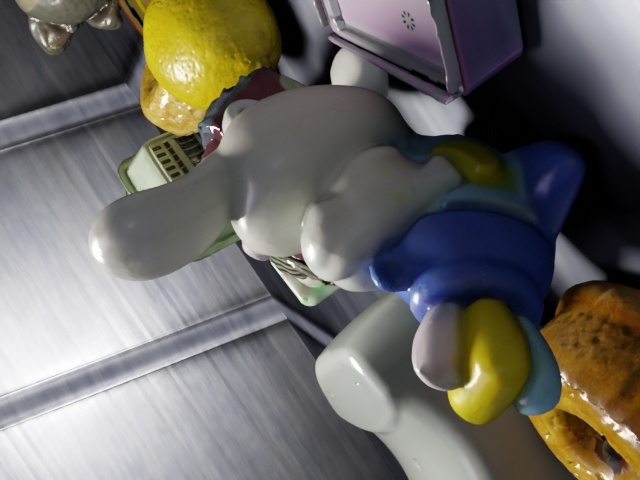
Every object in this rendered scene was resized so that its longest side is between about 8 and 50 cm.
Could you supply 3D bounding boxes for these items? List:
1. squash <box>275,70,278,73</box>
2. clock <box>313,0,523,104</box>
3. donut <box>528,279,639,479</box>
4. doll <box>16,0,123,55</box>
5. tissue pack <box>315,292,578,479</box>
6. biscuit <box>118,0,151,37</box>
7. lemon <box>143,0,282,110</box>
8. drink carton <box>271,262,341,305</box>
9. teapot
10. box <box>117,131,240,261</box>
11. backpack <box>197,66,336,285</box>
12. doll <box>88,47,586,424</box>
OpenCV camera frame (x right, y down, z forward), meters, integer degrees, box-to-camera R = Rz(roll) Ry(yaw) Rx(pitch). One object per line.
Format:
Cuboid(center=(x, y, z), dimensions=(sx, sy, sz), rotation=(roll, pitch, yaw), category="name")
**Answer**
Cuboid(center=(-0.077, -0.251, 1.086), dimensions=(0.027, 0.027, 0.089), rotation=(44, 160, 42), category="squash")
Cuboid(center=(0.059, -0.205, 0.562), dimensions=(0.193, 0.073, 0.145), rotation=(43, 163, 46), category="clock")
Cuboid(center=(0.265, 0.145, 0.605), dimensions=(0.227, 0.113, 0.226), rotation=(50, 168, 15), category="donut")
Cuboid(center=(-0.563, -0.632, 1.611), dimensions=(0.379, 0.252, 0.383), rotation=(-81, -21, -61), category="doll")
Cuboid(center=(0.177, 0.191, 0.816), dimensions=(0.333, 0.236, 0.229), rotation=(54, 159, 6), category="tissue pack")
Cuboid(center=(-0.335, -0.463, 1.412), dimensions=(0.368, 0.076, 0.394), rotation=(54, 168, 5), category="biscuit")
Cuboid(center=(-0.138, -0.258, 0.952), dimensions=(0.203, 0.178, 0.178), rotation=(34, 159, 29), category="lemon")
Cuboid(center=(0.000, 0.000, 1.210), dimensions=(0.144, 0.146, 0.142), rotation=(51, 159, 18), category="drink carton")
Cuboid(center=(-0.187, -0.267, 1.172), dimensions=(0.167, 0.203, 0.311), rotation=(14, -165, -27), category="teapot")
Cuboid(center=(-0.189, -0.098, 1.281), dimensions=(0.221, 0.290, 0.166), rotation=(53, 140, 9), category="box")
Cuboid(center=(-0.031, -0.072, 0.945), dimensions=(0.283, 0.197, 0.317), rotation=(44, 173, -7), category="backpack")
Cuboid(center=(0.060, -0.020, 0.615), dimensions=(0.365, 0.376, 0.187), rotation=(30, 153, 19), category="doll")
